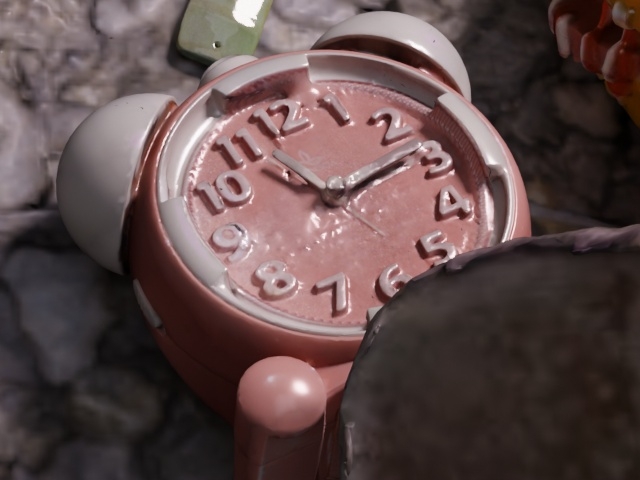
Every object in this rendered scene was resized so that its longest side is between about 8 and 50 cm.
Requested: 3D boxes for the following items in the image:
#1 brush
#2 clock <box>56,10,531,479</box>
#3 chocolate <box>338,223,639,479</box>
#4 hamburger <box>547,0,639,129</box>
[{"bbox_3d":[-0.019,-0.149,0.712,0.033,0.030,0.178,23,62,-13],"label":"brush"},{"bbox_3d":[0.000,0.000,0.620,0.166,0.092,0.162,-22,63,-19],"label":"clock"},{"bbox_3d":[0.107,0.147,0.503,0.185,0.100,0.303,-6,88,29],"label":"chocolate"},{"bbox_3d":[0.205,-0.110,0.614,0.151,0.227,0.295,9,22,-29],"label":"hamburger"}]
